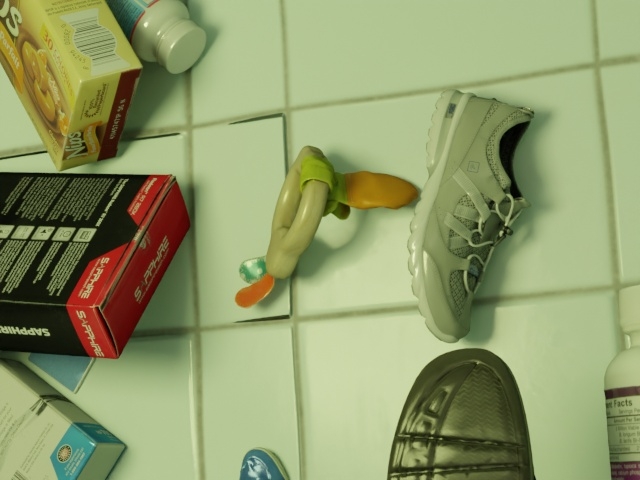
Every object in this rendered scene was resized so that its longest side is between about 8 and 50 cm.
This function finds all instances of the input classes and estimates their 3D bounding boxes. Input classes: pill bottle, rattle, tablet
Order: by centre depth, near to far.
[{"bbox_3d":[0.367,0.193,1.436,0.169,0.169,0.301,-6,80,21],"label":"pill bottle"},{"bbox_3d":[0.000,0.000,1.689,0.130,0.143,0.199,42,117,54],"label":"rattle"},{"bbox_3d":[-0.217,-0.274,1.786,0.160,0.087,0.087,40,98,22],"label":"pill bottle"},{"bbox_3d":[-0.321,0.146,1.808,0.083,0.006,0.054,32,95,24],"label":"tablet"}]

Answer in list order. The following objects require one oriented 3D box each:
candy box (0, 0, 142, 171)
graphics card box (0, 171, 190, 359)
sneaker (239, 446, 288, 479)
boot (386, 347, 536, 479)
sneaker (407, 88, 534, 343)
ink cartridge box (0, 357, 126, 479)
[{"bbox_3d":[-0.334,-0.265,1.774,0.316,0.087,0.183,60,148,21],"label":"candy box"},{"bbox_3d":[-0.364,0.021,1.734,0.371,0.094,0.233,2,43,21],"label":"graphics card box"},{"bbox_3d":[-0.073,0.307,1.641,0.058,0.084,0.152,-9,79,21],"label":"sneaker"},{"bbox_3d":[0.179,0.300,1.431,0.138,0.284,0.377,-9,80,21],"label":"boot"},{"bbox_3d":[0.167,-0.027,1.584,0.115,0.105,0.281,4,83,23],"label":"sneaker"},{"bbox_3d":[-0.353,0.249,1.764,0.191,0.082,0.139,34,95,24],"label":"ink cartridge box"}]
